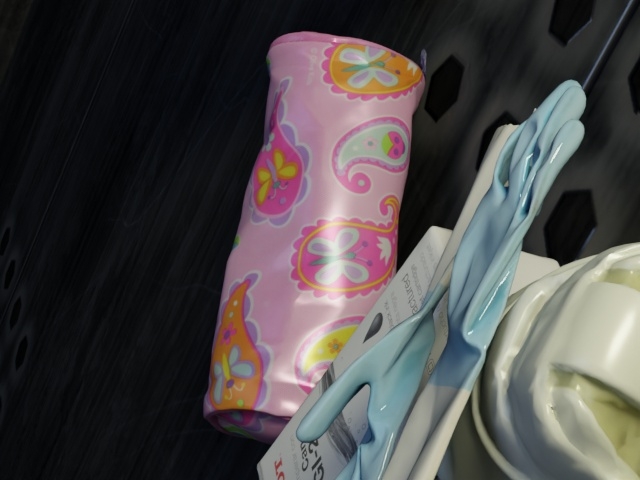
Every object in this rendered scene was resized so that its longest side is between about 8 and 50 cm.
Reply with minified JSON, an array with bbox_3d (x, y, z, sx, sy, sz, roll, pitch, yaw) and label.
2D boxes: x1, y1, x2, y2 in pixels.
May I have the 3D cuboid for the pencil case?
[{"bbox_3d":[0.000,0.000,0.917,0.124,0.124,0.284,-22,55,59],"label":"pencil case"}]

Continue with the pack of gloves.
[{"bbox_3d":[0.040,0.035,0.590,0.195,0.046,0.232,125,169,-84],"label":"pack of gloves"}]

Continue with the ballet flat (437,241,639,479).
[{"bbox_3d":[0.156,0.057,0.446,0.400,0.139,0.139,9,83,52],"label":"ballet flat"}]

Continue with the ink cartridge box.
[{"bbox_3d":[0.058,0.126,0.742,0.218,0.092,0.159,-58,29,32],"label":"ink cartridge box"}]
